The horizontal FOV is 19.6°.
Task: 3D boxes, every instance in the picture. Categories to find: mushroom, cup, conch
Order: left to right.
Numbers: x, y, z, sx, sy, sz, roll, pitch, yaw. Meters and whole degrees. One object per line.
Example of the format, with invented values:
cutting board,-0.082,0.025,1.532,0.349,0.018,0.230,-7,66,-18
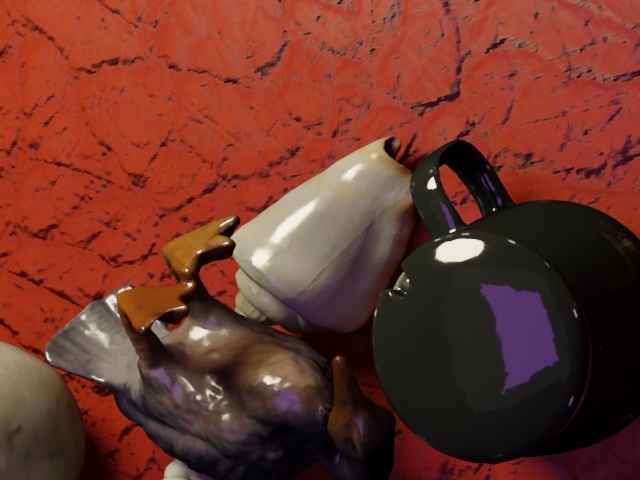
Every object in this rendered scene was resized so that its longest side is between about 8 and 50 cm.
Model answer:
mushroom,-0.312,0.144,1.437,0.243,0.243,0.243,3,96,28
conch,0.004,0.004,1.335,0.176,0.094,0.104,-41,59,-3
cup,0.118,0.039,1.211,0.169,0.176,0.223,-33,80,29

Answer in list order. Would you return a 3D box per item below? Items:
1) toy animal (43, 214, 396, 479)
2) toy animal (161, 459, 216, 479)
toy animal,-0.069,0.089,1.272,0.298,0.122,0.185,-4,131,48
toy animal,-0.079,0.248,1.335,0.204,0.208,0.156,38,73,22
